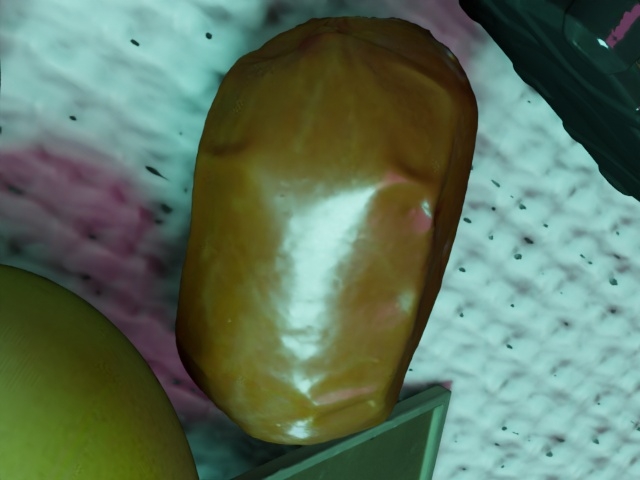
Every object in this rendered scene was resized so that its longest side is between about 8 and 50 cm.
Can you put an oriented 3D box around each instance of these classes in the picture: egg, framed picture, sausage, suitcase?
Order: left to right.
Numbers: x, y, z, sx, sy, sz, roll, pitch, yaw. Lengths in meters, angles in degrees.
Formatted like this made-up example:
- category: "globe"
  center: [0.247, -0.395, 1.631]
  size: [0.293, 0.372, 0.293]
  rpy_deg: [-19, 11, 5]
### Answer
- category: "egg"
  center: [-0.187, 0.165, 0.709]
  size: [0.250, 0.250, 0.323]
  rpy_deg: [-9, 116, -19]
- category: "framed picture"
  center: [-0.005, 0.214, 0.901]
  size: [0.250, 0.016, 0.184]
  rpy_deg: [-18, 125, -43]
- category: "sausage"
  center: [0.001, 0.000, 0.747]
  size: [0.141, 0.153, 0.268]
  rpy_deg: [20, 119, 11]
- category: "suitcase"
  center: [0.182, -0.085, 0.741]
  size: [0.066, 0.206, 0.285]
  rpy_deg: [-47, 129, 3]
